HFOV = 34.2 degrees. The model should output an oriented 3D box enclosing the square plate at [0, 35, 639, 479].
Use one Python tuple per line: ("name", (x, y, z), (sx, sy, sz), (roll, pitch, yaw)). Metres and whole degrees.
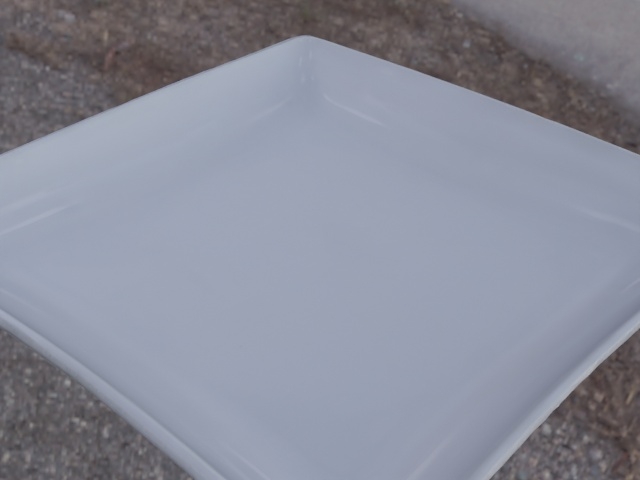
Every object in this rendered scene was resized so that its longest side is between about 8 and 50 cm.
("square plate", (0.000, 0.000, 0.554), (0.347, 0.049, 0.344), (28, 41, 33))
